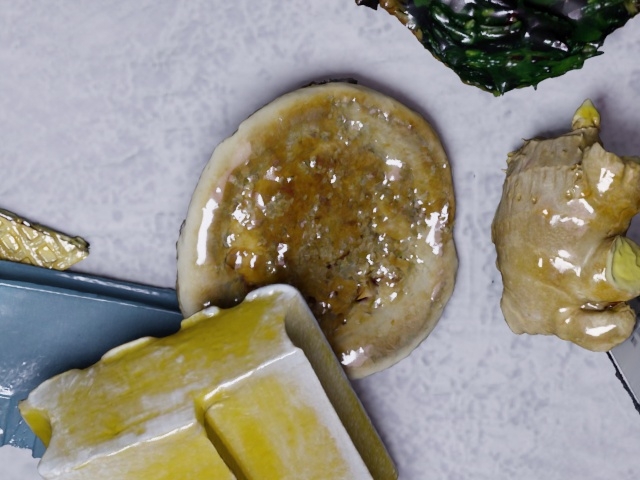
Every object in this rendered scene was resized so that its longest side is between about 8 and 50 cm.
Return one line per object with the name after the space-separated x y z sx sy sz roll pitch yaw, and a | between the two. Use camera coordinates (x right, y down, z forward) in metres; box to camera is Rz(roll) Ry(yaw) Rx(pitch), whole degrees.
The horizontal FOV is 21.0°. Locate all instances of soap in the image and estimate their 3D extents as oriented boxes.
-0.081 0.195 1.474 0.259 0.143 0.281 -26 130 3 | soap

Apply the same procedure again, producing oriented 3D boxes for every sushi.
0.171 -0.193 1.445 0.287 0.140 0.149 4 96 -1 | sushi

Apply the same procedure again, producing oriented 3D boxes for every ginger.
0.213 -0.016 1.484 0.102 0.157 0.216 7 89 -38 | ginger

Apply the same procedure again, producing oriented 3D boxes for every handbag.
-0.224 0.120 1.532 0.229 0.062 0.179 12 104 -12 | handbag

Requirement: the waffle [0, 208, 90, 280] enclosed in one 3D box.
-0.287 -0.022 1.534 0.097 0.023 0.152 -36 101 6 | waffle

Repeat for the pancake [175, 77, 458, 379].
0.000 0.000 1.504 0.283 0.049 0.282 -4 102 -19 | pancake

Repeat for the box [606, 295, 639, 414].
0.353 0.103 1.420 0.173 0.333 0.145 35 99 -5 | box
